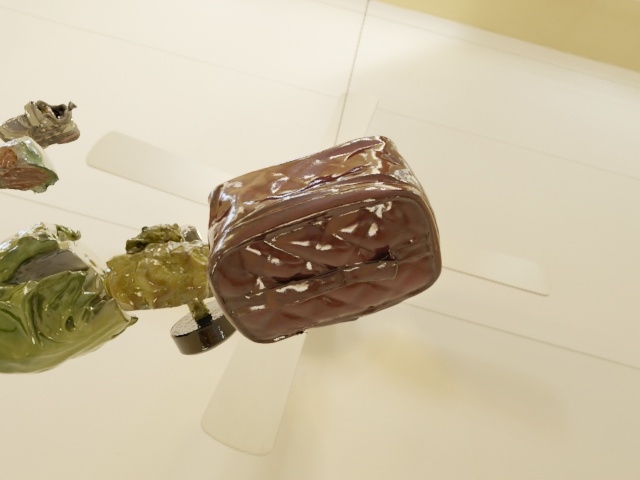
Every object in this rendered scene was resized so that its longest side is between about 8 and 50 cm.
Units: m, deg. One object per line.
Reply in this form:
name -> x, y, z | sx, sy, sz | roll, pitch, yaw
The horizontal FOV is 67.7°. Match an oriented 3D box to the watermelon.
watermelon -> -0.484, -0.118, 0.730 | 0.139, 0.187, 0.071 | -11, -92, -33

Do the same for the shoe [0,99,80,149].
shoe -> -0.654, -0.275, 1.120 | 0.089, 0.092, 0.180 | 46, -139, 18

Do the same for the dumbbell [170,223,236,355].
dumbbell -> -0.374, 0.136, 1.336 | 0.203, 0.323, 0.204 | -22, -165, 6

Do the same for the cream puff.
cream puff -> -0.359, 0.054, 1.082 | 0.281, 0.185, 0.282 | -3, -175, 0

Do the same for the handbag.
handbag -> 0.000, 0.000, 0.469 | 0.224, 0.147, 0.135 | -16, -142, 2

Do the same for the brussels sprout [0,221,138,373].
brussels sprout -> -0.727, 0.172, 1.242 | 0.361, 0.342, 0.425 | -45, -134, -7
